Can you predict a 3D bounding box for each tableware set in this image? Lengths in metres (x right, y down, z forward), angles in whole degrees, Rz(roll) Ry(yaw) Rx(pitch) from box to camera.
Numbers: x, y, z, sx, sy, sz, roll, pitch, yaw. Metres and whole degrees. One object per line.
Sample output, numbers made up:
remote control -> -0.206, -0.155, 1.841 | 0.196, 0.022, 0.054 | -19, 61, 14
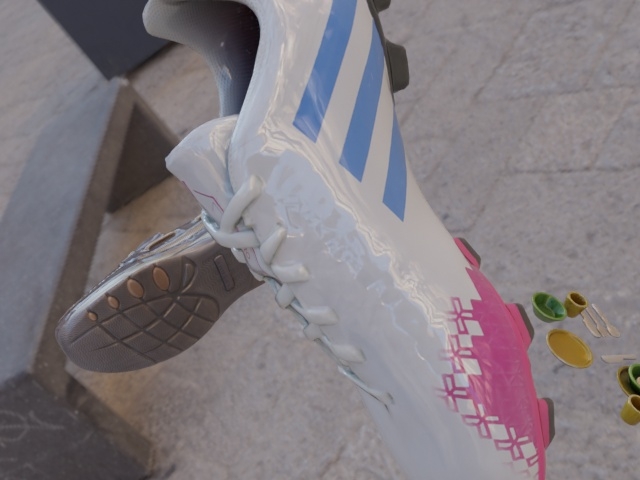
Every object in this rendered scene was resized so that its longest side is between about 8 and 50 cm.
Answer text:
tableware set -> 0.262, 0.104, 0.776 | 0.024, 0.104, 0.154 | -66, 33, 37

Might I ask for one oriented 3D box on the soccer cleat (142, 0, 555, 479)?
soccer cleat -> 0.000, 0.000, 0.435 | 0.143, 0.331, 0.116 | -12, -16, -31

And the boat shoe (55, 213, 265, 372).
boat shoe -> -0.195, 0.058, 1.113 | 0.355, 0.132, 0.130 | -30, 23, -35
